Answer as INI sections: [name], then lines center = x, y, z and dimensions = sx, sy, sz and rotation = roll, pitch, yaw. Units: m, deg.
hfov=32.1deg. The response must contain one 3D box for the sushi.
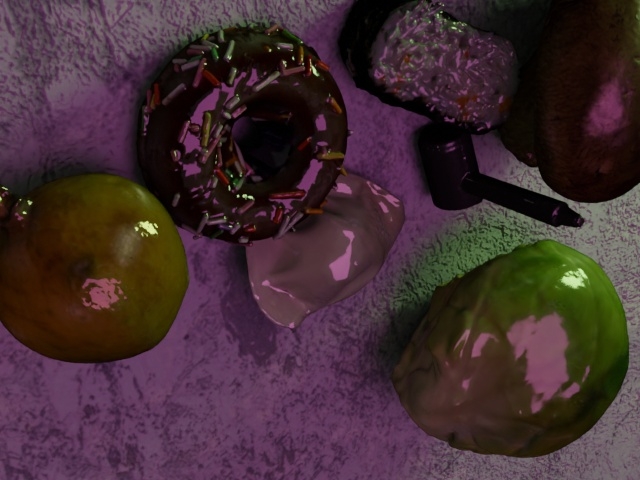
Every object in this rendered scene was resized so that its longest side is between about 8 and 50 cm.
[sushi]
center = 0.136, -0.215, 1.353
dimensions = 0.225, 0.126, 0.136
rotation = 19, 104, -37

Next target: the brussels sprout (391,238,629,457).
[brussels sprout]
center = 0.268, 0.151, 1.569
dimensions = 0.344, 0.268, 0.344
rotation = -3, 110, -8

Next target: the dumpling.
[dumpling]
center = 0.003, -0.003, 1.403
dimensions = 0.216, 0.126, 0.166
rotation = -34, 103, 5

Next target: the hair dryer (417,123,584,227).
[hair dryer]
center = 0.227, -0.070, 1.412
dimensions = 0.071, 0.248, 0.114
rotation = -37, 129, -23

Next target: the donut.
[donut]
center = -0.081, -0.116, 1.277
dimensions = 0.270, 0.103, 0.269
rotation = -12, 118, -24

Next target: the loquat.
[loquat]
center = -0.261, 0.022, 1.185
dimensions = 0.213, 0.213, 0.246
rotation = -47, 130, -1

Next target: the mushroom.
[mushroom]
center = 0.358, -0.217, 1.394
dimensions = 0.239, 0.345, 0.345
rotation = -3, 120, -4
